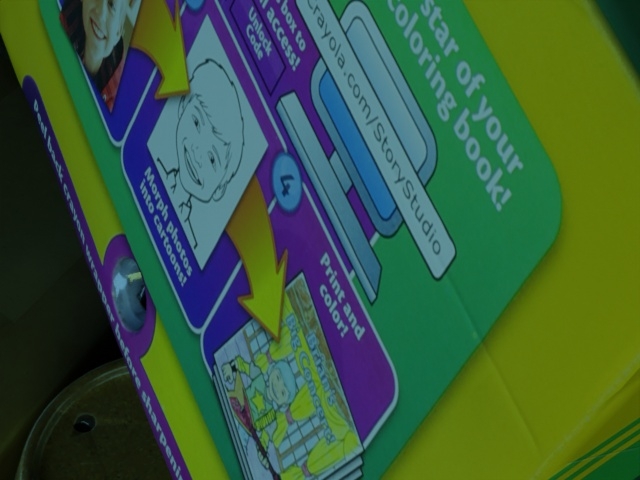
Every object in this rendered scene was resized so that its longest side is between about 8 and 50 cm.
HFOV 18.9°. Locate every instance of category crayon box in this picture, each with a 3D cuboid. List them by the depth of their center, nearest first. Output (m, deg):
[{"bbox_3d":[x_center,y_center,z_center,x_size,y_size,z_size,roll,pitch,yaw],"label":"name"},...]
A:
[{"bbox_3d":[0.016,-0.057,0.655,0.363,0.106,0.313,65,146,27],"label":"crayon box"}]

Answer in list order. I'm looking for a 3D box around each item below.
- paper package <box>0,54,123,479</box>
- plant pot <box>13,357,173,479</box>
[{"bbox_3d":[-0.242,0.101,1.062,0.168,0.325,0.309,36,145,3],"label":"paper package"},{"bbox_3d":[-0.064,0.170,0.943,0.237,0.237,0.254,38,155,29],"label":"plant pot"}]
